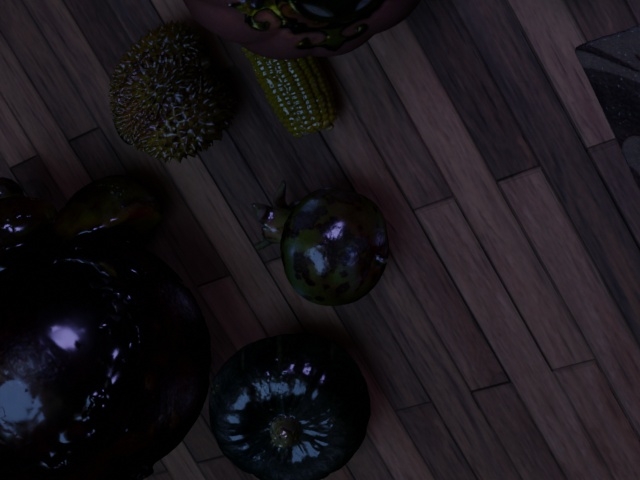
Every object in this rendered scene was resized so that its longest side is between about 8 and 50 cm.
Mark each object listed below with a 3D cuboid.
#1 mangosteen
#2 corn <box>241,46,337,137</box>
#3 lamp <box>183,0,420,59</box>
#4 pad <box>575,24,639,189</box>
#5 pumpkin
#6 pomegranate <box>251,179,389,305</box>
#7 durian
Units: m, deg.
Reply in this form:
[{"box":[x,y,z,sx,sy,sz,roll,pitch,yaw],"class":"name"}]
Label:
[{"box":[-0.323,0.130,2.208,0.381,0.421,0.381,1,155,1],"class":"mangosteen"},{"box":[-0.051,-0.225,1.971,0.080,0.080,0.238,-9,116,36],"class":"corn"},{"box":[-0.016,-0.336,1.771,0.305,0.239,0.305,-9,144,-7],"class":"lamp"},{"box":[0.427,-0.091,1.805,0.220,0.004,0.330,-17,109,38],"class":"pad"},{"box":[-0.039,0.217,2.182,0.212,0.152,0.211,-5,118,-9],"class":"pumpkin"},{"box":[0.006,-0.004,2.051,0.169,0.148,0.148,46,138,34],"class":"pomegranate"},{"box":[-0.181,-0.171,2.054,0.168,0.137,0.158,-38,74,33],"class":"durian"}]
